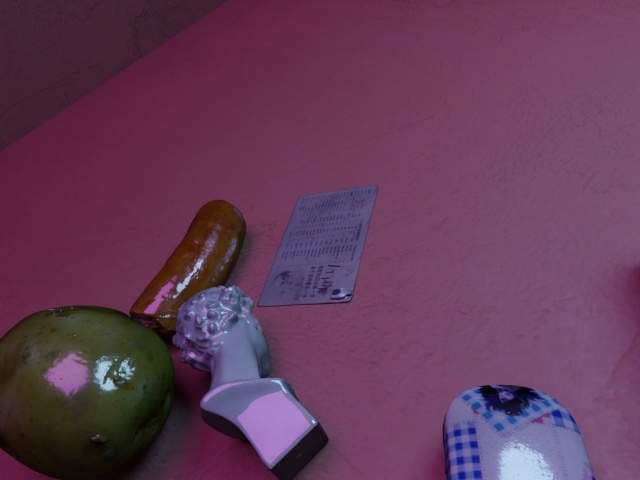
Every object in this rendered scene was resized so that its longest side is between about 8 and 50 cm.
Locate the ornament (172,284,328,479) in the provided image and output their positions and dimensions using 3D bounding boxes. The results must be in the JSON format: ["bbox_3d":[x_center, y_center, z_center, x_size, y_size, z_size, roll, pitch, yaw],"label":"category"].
[{"bbox_3d":[-0.101,0.163,0.667,0.120,0.130,0.285,-29,39,-11],"label":"ornament"}]

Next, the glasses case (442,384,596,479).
[{"bbox_3d":[0.168,0.264,0.433,0.125,0.076,0.328,-2,43,9],"label":"glasses case"}]

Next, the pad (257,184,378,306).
[{"bbox_3d":[0.000,0.000,0.892,0.159,0.009,0.265,-7,42,24],"label":"pad"}]

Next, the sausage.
[{"bbox_3d":[-0.201,0.039,0.889,0.108,0.109,0.271,0,45,29],"label":"sausage"}]

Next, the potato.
[{"bbox_3d":[-0.319,0.188,0.707,0.304,0.216,0.216,-8,40,40],"label":"potato"}]
